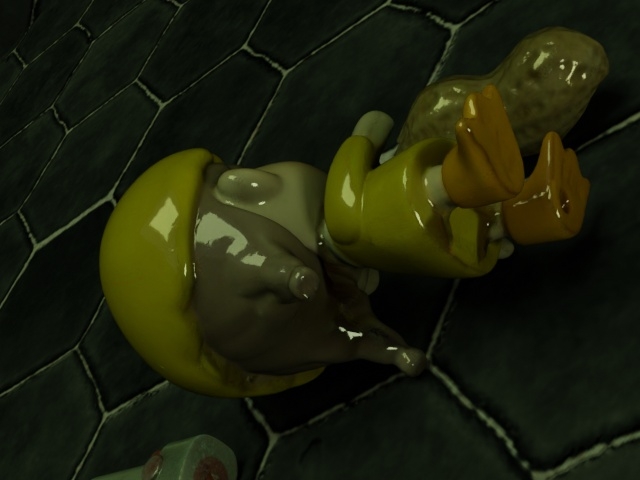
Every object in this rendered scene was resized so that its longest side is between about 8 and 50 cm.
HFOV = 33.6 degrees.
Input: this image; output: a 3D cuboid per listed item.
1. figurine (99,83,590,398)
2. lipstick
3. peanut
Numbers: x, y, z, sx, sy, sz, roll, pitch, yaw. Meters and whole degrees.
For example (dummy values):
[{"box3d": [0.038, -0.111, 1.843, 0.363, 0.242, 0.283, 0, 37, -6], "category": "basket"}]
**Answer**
[{"box3d": [0.000, 0.000, 0.749, 0.343, 0.215, 0.187, -21, 44, 34], "category": "figurine"}, {"box3d": [-0.151, 0.206, 0.860, 0.186, 0.057, 0.063, -23, 40, 39], "category": "lipstick"}, {"box3d": [0.132, -0.099, 0.814, 0.193, 0.089, 0.089, -29, 36, 28], "category": "peanut"}]
